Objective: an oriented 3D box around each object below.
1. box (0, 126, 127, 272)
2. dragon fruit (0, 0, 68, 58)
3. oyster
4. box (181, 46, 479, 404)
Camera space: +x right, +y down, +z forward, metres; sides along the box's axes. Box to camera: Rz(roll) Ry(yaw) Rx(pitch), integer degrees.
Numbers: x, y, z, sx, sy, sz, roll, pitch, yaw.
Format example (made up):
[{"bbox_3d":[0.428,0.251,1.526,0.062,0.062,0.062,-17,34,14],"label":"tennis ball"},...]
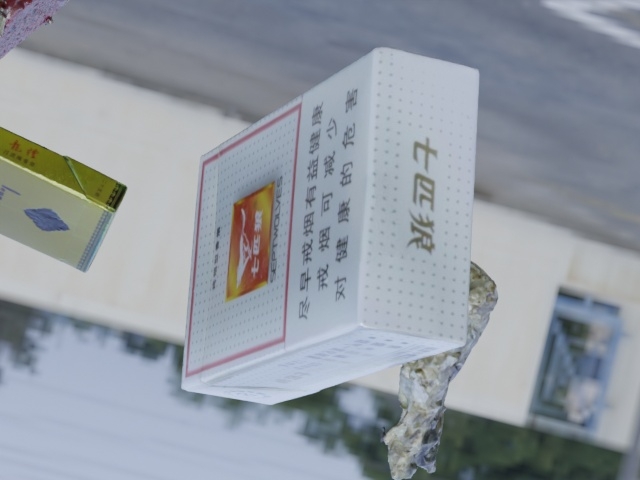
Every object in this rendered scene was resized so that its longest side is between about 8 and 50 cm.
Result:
[{"bbox_3d":[-0.341,-0.066,1.968,0.279,0.041,0.153,24,149,-7],"label":"box"},{"bbox_3d":[-0.326,-0.250,2.031,0.083,0.162,0.106,49,159,3],"label":"dragon fruit"},{"bbox_3d":[0.101,0.121,1.683,0.061,0.200,0.106,20,-141,24],"label":"oyster"},{"bbox_3d":[0.000,-0.001,1.517,0.095,0.210,0.330,11,163,-25],"label":"box"}]
